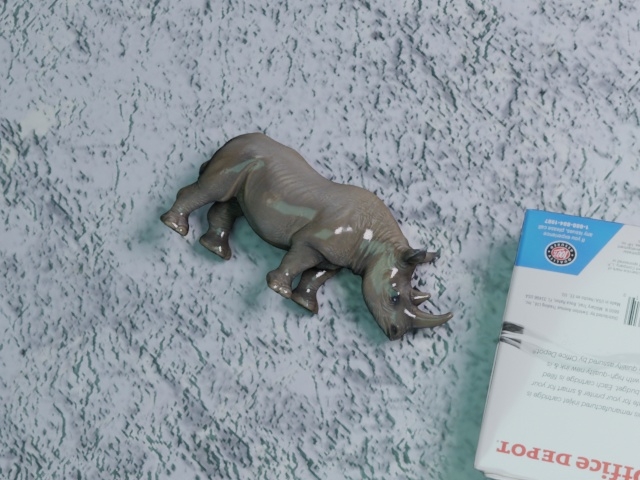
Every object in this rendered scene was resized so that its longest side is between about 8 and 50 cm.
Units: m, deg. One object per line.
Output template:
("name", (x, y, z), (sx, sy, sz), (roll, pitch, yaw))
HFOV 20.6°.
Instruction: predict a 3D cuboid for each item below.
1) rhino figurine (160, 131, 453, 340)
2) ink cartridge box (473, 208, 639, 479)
("rhino figurine", (0.000, 0.000, 1.387), (0.243, 0.073, 0.106), (30, 89, 17))
("ink cartridge box", (0.209, 0.092, 1.306), (0.148, 0.086, 0.203), (11, 81, 16))
